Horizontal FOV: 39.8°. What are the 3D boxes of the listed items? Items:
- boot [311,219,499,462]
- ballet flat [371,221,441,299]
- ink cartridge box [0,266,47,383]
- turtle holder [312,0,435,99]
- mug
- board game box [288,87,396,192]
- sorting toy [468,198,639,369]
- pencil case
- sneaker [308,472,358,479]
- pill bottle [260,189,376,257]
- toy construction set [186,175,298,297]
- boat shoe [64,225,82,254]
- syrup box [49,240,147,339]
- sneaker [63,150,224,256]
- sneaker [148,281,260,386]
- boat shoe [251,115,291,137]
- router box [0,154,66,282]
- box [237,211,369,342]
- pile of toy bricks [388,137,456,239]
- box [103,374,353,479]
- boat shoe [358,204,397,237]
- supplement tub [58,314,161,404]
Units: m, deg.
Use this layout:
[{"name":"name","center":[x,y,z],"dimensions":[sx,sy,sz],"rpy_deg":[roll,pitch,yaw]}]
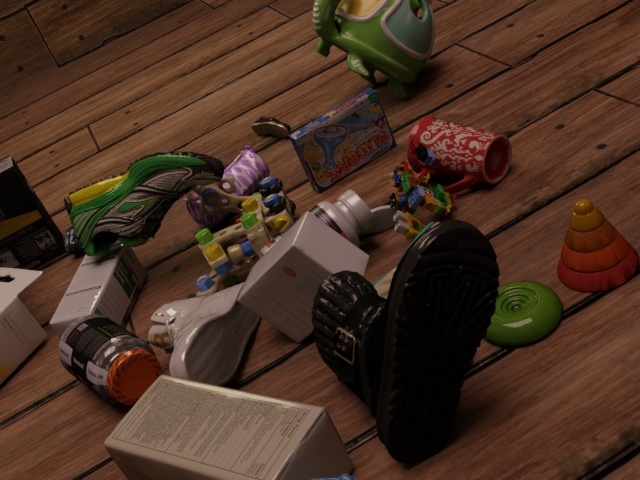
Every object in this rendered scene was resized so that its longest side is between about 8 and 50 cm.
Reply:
[{"name":"boot","center":[0.095,0.090,1.180],"dimensions":[0.131,0.348,0.260],"rpy_deg":[2,26,-23]},{"name":"ballet flat","center":[0.138,0.070,1.415],"dimensions":[0.248,0.086,0.086],"rpy_deg":[-43,36,-24]},{"name":"ink cartridge box","center":[-0.682,0.208,1.711],"dimensions":[0.207,0.119,0.353],"rpy_deg":[3,41,39]},{"name":"turtle holder","center":[0.113,-0.494,2.017],"dimensions":[0.227,0.320,0.243],"rpy_deg":[-60,12,10]},{"name":"mug","center":[0.259,-0.147,1.650],"dimensions":[0.169,0.150,0.113],"rpy_deg":[17,14,42]},{"name":"board game box","center":[0.048,-0.206,1.822],"dimensions":[0.201,0.136,0.035],"rpy_deg":[-33,32,-13]},{"name":"sorting toy","center":[0.293,0.054,1.276],"dimensions":[0.366,0.126,0.127],"rpy_deg":[-31,32,-12]},{"name":"pencil case","center":[-0.198,-0.114,1.897],"dimensions":[0.086,0.088,0.206],"rpy_deg":[10,46,41]},{"name":"sneaker","center":[0.057,0.341,1.002],"dimensions":[0.240,0.126,0.091],"rpy_deg":[10,45,44]},{"name":"pill bottle","center":[0.000,0.000,1.549],"dimensions":[0.193,0.108,0.108],"rpy_deg":[-39,33,-7]},{"name":"toy construction set","center":[-0.157,-0.030,1.701],"dimensions":[0.215,0.151,0.327],"rpy_deg":[-28,38,5]},{"name":"boat shoe","center":[-0.536,-0.039,2.034],"dimensions":[0.083,0.065,0.183],"rpy_deg":[-17,33,10]},{"name":"syrup box","center":[-0.424,0.109,1.709],"dimensions":[0.096,0.093,0.237],"rpy_deg":[-14,32,17]},{"name":"sneaker","center":[-0.326,-0.070,1.697],"dimensions":[0.344,0.146,0.134],"rpy_deg":[-23,-12,22]},{"name":"sneaker","center":[-0.218,0.171,1.455],"dimensions":[0.169,0.108,0.292],"rpy_deg":[-15,15,20]},{"name":"boat shoe","center":[-0.113,-0.275,2.118],"dimensions":[0.042,0.049,0.133],"rpy_deg":[-48,33,-21]},{"name":"router box","center":[-0.765,-0.011,1.979],"dimensions":[0.309,0.243,0.081],"rpy_deg":[-29,32,-8]},{"name":"box","center":[-0.028,0.061,1.413],"dimensions":[0.170,0.130,0.091],"rpy_deg":[-44,16,38]},{"name":"pile of toy bricks","center":[0.193,-0.083,1.568],"dimensions":[0.118,0.105,0.212],"rpy_deg":[-55,19,30]},{"name":"box","center":[-0.128,0.292,1.207],"dimensions":[0.311,0.121,0.148],"rpy_deg":[5,42,39]},{"name":"boat shoe","center":[0.080,-0.034,1.628],"dimensions":[0.142,0.049,0.040],"rpy_deg":[-22,31,8]},{"name":"supplement tub","center":[-0.355,0.204,1.499],"dimensions":[0.117,0.117,0.190],"rpy_deg":[-40,34,-24]}]
